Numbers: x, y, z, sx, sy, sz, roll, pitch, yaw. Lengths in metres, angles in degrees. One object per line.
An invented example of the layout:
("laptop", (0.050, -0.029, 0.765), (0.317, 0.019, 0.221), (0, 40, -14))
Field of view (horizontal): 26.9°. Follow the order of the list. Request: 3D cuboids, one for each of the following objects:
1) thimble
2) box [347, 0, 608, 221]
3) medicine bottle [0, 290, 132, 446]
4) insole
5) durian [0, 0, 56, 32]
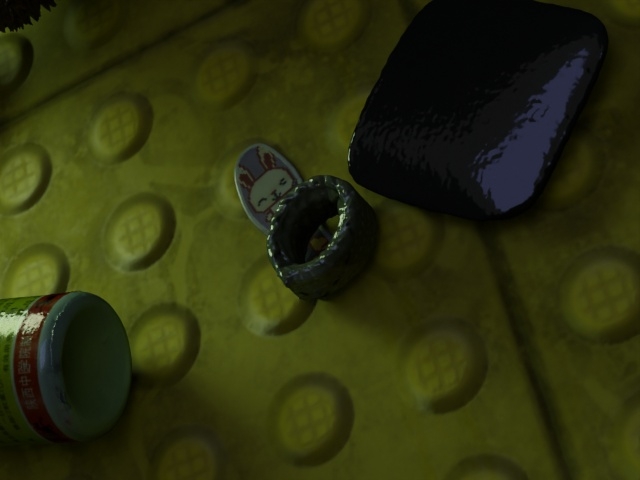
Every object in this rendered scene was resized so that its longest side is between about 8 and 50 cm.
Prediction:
("thimble", (0.000, 0.000, 1.192), (0.084, 0.062, 0.110), (17, 78, 30))
("box", (0.139, -0.121, 1.189), (0.201, 0.042, 0.213), (20, 81, 32))
("medicine bottle", (-0.301, 0.125, 1.259), (0.225, 0.139, 0.139), (-7, 67, 26))
("insole", (-0.029, -0.020, 1.258), (0.065, 0.004, 0.197), (-39, 57, 8))
("durian", (-0.396, -0.387, 1.410), (0.347, 0.347, 0.384), (-13, 91, 22))
